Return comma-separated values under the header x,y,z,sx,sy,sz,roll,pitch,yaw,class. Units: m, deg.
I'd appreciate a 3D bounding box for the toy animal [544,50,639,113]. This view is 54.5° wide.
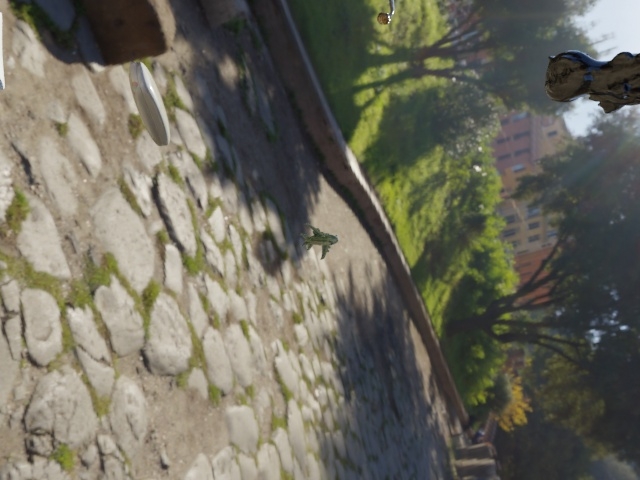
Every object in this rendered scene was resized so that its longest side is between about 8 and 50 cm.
x,y,z,sx,sy,sz,roll,pitch,yaw,class
0.477,-0.214,0.794,0.168,0.343,0.106,7,85,-45,toy animal

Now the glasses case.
x,y,z,sx,sy,sz,roll,pitch,yaw,class
-0.347,-0.274,1.268,0.204,0.051,0.081,85,-9,-57,glasses case

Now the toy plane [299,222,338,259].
x,y,z,sx,sy,sz,roll,pitch,yaw,class
0.001,-0.002,1.142,0.033,0.083,0.080,-48,124,-44,toy plane

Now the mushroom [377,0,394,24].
x,y,z,sx,sy,sz,roll,pitch,yaw,class
0.128,-0.495,1.222,0.028,0.026,0.286,24,44,-18,mushroom

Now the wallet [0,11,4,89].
x,y,z,sx,sy,sz,roll,pitch,yaw,class
-0.524,-0.302,0.992,0.061,0.025,0.122,-133,-133,-67,wallet
